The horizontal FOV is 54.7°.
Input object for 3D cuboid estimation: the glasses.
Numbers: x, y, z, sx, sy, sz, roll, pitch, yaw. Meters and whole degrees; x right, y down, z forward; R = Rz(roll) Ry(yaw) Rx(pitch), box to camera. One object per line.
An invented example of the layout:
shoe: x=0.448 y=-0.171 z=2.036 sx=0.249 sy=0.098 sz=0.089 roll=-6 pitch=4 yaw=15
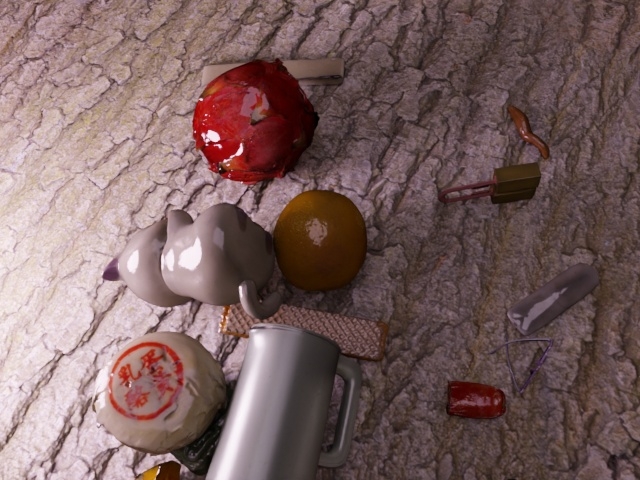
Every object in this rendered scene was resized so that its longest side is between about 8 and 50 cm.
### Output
glasses: x=0.421 y=0.243 z=1.322 sx=0.104 sy=0.062 sz=0.140 roll=34 pitch=72 yaw=20

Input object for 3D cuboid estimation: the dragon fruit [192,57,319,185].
dragon fruit: x=-0.161 y=-0.287 z=1.507 sx=0.302 sy=0.295 sz=0.295 roll=-36 pitch=66 yaw=10

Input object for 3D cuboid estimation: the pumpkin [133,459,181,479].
pumpkin: x=-0.336 y=0.594 z=1.197 sx=0.190 sy=0.139 sz=0.280 roll=37 pitch=77 yaw=24

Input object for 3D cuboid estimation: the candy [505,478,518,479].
candy: x=0.316 y=0.554 z=1.169 sx=0.234 sy=0.104 sz=0.102 roll=-37 pitch=72 yaw=-11

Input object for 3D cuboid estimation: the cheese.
cheese: x=-0.133 y=-0.465 z=1.719 sx=0.400 sy=0.034 sz=0.085 roll=-1 pitch=61 yaw=5

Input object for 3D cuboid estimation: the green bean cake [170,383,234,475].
green bean cake: x=-0.264 y=0.374 z=1.321 sx=0.183 sy=0.094 sz=0.185 roll=34 pitch=68 yaw=20

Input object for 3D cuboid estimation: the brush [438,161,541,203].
brush: x=0.395 y=-0.125 z=1.472 sx=0.233 sy=0.103 sz=0.047 roll=-9 pitch=62 yaw=3

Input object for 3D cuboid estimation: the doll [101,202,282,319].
doll: x=-0.264 y=0.040 z=1.341 sx=0.370 sy=0.215 sz=0.226 roll=2 pitch=77 yaw=30

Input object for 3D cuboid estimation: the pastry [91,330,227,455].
pastry: x=-0.319 y=0.303 z=1.238 sx=0.265 sy=0.133 sz=0.264 roll=0 pitch=63 yaw=0

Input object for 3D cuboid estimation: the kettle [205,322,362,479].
kettle: x=-0.057 y=0.349 z=1.224 sx=0.265 sy=0.205 sz=0.318 roll=13 pitch=66 yaw=1

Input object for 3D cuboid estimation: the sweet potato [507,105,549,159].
sweet potato: x=0.521 y=-0.277 z=1.563 sx=0.044 sy=0.044 sz=0.179 roll=-24 pitch=64 yaw=-5

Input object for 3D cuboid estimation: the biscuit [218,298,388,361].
biscuit: x=-0.041 y=0.194 z=1.381 sx=0.379 sy=0.054 sz=0.094 roll=10 pitch=71 yaw=6

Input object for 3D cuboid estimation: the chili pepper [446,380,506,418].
chili pepper: x=0.325 y=0.336 z=1.287 sx=0.123 sy=0.073 sz=0.070 roll=4 pitch=108 yaw=10

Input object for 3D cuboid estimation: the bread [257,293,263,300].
bread: x=-0.207 y=0.115 z=1.463 sx=0.154 sy=0.028 sz=0.068 roll=39 pitch=75 yaw=19

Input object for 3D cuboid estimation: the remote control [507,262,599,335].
remote control: x=0.524 y=0.124 z=1.375 sx=0.229 sy=0.044 sz=0.073 roll=-32 pitch=69 yaw=-9

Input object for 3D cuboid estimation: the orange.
orange: x=0.000 y=0.000 z=1.390 sx=0.236 sy=0.236 sz=0.236 roll=-2 pitch=65 yaw=5
